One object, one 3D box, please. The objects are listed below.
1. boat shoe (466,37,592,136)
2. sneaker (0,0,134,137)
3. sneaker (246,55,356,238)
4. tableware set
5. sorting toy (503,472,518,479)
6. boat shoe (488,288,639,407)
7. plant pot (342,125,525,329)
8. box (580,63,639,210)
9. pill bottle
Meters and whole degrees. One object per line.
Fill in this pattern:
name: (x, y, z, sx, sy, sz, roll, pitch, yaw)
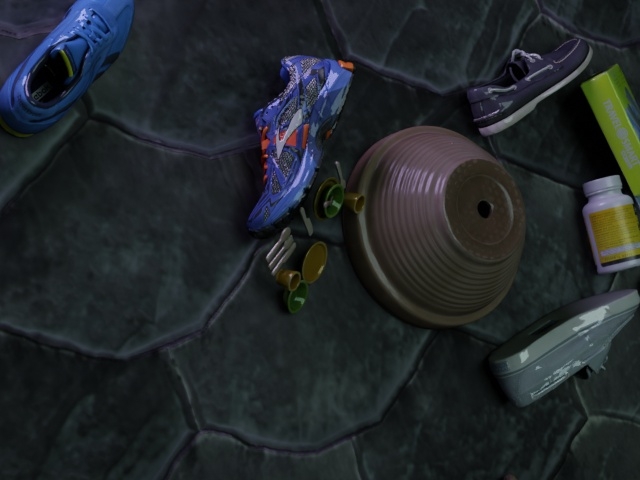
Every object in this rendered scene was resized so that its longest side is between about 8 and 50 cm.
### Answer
boat shoe: (0.256, -0.204, 1.680, 0.206, 0.075, 0.065, -39, 103, -28)
sneaker: (-0.237, -0.186, 1.353, 0.069, 0.082, 0.209, 43, 58, -15)
sneaker: (-0.037, -0.102, 1.472, 0.087, 0.083, 0.221, 21, 70, 0)
tableware set: (0.000, 0.000, 1.461, 0.154, 0.024, 0.104, -55, 148, -27)
sorting toy: (0.288, 0.421, 1.498, 0.307, 0.041, 0.229, 52, 24, -12)
boat shoe: (0.297, 0.128, 1.630, 0.228, 0.079, 0.081, -26, 100, -28)
plant pot: (0.152, -0.022, 1.547, 0.237, 0.110, 0.237, 8, 76, -31)
box: (0.390, -0.131, 1.740, 0.178, 0.042, 0.109, 64, 22, -4)
pill bottle: (0.363, -0.019, 1.708, 0.065, 0.065, 0.116, -11, 85, -34)
